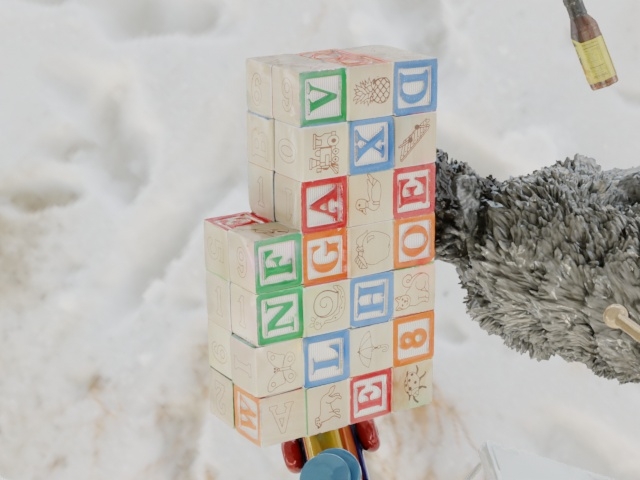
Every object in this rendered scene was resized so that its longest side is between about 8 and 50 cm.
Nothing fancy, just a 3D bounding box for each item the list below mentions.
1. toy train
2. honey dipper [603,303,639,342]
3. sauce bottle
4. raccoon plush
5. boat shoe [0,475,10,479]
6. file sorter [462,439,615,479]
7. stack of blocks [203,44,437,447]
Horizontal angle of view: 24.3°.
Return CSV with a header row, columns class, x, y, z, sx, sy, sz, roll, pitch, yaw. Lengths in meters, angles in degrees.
class,x,y,z,sx,sy,sz,roll,pitch,yaw
toy train,0.000,0.189,1.544,0.105,0.143,0.248,-16,59,4
honey dipper,0.230,0.073,1.003,0.030,0.030,0.161,-42,22,2
sauce bottle,0.352,-0.262,1.948,0.042,0.128,0.042,-21,8,3
raccoon plush,0.228,0.064,1.351,0.299,0.446,0.216,-132,47,-61
boat shoe,-0.236,0.076,0.687,0.277,0.098,0.096,19,75,-3
file sorter,0.243,0.396,1.631,0.173,0.193,0.278,-53,31,30
stack of blocks,0.000,0.000,1.201,0.087,0.171,0.297,25,120,55
